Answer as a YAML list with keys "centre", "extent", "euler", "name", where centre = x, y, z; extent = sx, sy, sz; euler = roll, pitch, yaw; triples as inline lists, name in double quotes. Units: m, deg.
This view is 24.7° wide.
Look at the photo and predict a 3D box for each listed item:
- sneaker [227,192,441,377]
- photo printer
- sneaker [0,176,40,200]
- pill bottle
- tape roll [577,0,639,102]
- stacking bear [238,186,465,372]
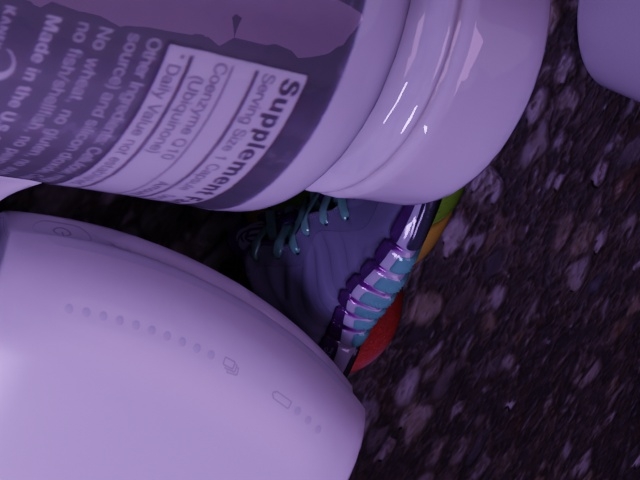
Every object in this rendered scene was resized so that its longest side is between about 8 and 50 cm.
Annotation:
- centre: [0.000, 0.000, 0.819]
  extent: [0.083, 0.098, 0.224]
  euler: [-72, -175, -45]
  name: "sneaker"
- centre: [-0.139, 0.145, 0.808]
  extent: [0.256, 0.107, 0.307]
  euler: [30, 102, -27]
  name: "photo printer"
- centre: [-0.163, -0.081, 0.736]
  extent: [0.271, 0.100, 0.108]
  euler: [-35, 133, -30]
  name: "sneaker"
- centre: [-0.090, -0.122, 0.625]
  extent: [0.361, 0.204, 0.204]
  euler: [8, 109, -35]
  name: "pill bottle"
- centre: [0.353, -0.210, 1.210]
  extent: [0.246, 0.169, 0.246]
  euler: [-29, 134, -35]
  name: "tape roll"
- centre: [0.013, -0.040, 0.937]
  extent: [0.175, 0.164, 0.289]
  euler: [-25, 137, -39]
  name: "stacking bear"
